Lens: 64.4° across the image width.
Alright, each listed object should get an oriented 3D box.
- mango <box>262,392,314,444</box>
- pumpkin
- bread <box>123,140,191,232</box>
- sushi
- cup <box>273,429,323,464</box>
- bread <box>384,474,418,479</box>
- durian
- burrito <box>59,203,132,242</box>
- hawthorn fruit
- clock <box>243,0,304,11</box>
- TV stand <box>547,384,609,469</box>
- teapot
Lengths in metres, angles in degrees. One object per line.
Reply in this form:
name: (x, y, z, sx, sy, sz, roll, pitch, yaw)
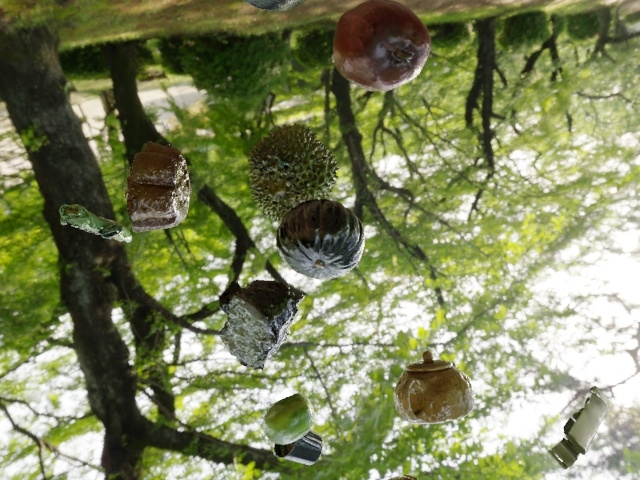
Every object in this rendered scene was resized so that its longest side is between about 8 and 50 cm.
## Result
mango: (-0.040, 0.234, 0.666, 0.073, 0.056, 0.108, -28, 166, -24)
pumpkin: (0.000, 0.000, 1.231, 0.221, 0.220, 0.161, -17, -134, 21)
bread: (-0.414, -0.134, 1.286, 0.135, 0.232, 0.247, 3, -176, -2)
sushi: (-0.126, 0.153, 1.006, 0.115, 0.147, 0.212, -50, 163, -41)
cup: (-0.053, 0.436, 1.079, 0.100, 0.077, 0.078, -40, -148, 27)
bread: (0.134, 0.643, 0.989, 0.270, 0.315, 0.211, 4, -175, -42)
durian: (-0.078, -0.192, 1.427, 0.291, 0.291, 0.224, -20, 170, 7)
burrito: (-0.531, -0.032, 1.246, 0.104, 0.054, 0.288, 19, 172, 9)
hawthorn fruit: (0.141, -0.435, 1.154, 0.215, 0.215, 0.249, -22, -139, -9)
clock: (-0.119, -0.544, 0.778, 0.076, 0.386, 0.386, -19, -172, 38)
TV stand: (0.436, 0.297, 0.838, 0.249, 0.036, 0.042, -11, 142, -50)
teapot: (0.279, 0.368, 1.296, 0.203, 0.166, 0.311, -14, 171, 36)
